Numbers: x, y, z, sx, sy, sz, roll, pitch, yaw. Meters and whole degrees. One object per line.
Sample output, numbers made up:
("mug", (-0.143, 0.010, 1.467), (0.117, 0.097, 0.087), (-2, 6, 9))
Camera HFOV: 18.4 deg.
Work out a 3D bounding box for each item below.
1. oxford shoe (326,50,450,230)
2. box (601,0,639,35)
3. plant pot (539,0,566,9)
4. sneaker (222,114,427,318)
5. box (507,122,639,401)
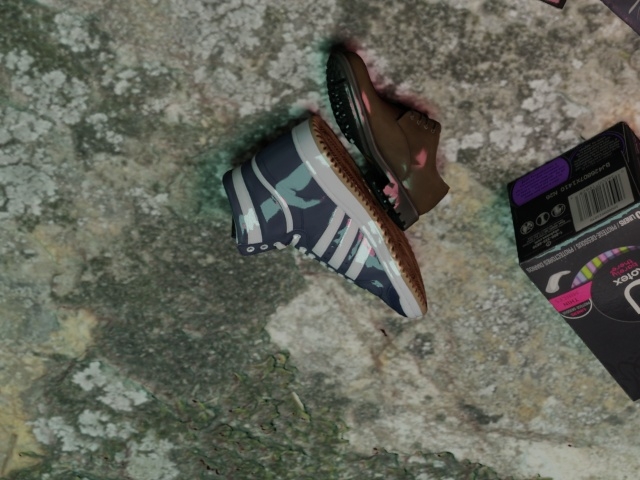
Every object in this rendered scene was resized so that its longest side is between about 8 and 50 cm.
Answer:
("oxford shoe", (0.075, -0.125, 2.157), (0.096, 0.083, 0.227), (-34, 125, -6))
("box", (0.335, -0.309, 1.988), (0.156, 0.093, 0.158), (-38, 123, 26))
("plant pot", (0.175, -0.359, 1.892), (0.187, 0.188, 0.167), (22, 114, -20))
("sneaker", (0.000, 0.000, 2.230), (0.153, 0.099, 0.282), (-27, 120, 13))
("box", (0.351, 0.028, 2.245), (0.165, 0.143, 0.270), (-29, 127, 21))
